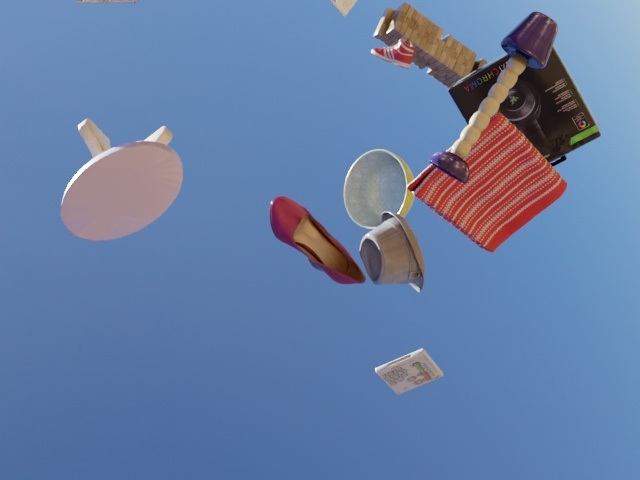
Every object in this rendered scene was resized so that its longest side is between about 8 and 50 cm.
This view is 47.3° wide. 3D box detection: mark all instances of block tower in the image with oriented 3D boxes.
[{"bbox_3d":[0.313,-0.512,1.985,0.336,0.097,0.090,29,-105,-18],"label":"block tower"}]

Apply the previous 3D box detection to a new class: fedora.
[{"bbox_3d":[0.192,0.049,2.082,0.275,0.124,0.243,94,151,-63],"label":"fedora"}]

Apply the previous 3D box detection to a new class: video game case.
[{"bbox_3d":[0.244,0.359,1.989,0.157,0.143,0.019,50,-161,-46],"label":"video game case"}]

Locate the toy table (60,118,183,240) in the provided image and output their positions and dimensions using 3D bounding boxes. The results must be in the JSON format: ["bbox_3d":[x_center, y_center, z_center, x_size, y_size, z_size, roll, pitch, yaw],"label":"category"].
[{"bbox_3d":[-0.412,-0.131,1.534,0.160,0.275,0.252,-107,-8,-56],"label":"toy table"}]

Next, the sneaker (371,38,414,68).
[{"bbox_3d":[0.181,-0.471,1.798,0.118,0.067,0.042,31,-156,31],"label":"sneaker"}]

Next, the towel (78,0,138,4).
[{"bbox_3d":[-0.495,-0.747,1.880,0.056,0.312,0.324,43,-156,7],"label":"towel"}]

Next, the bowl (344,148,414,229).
[{"bbox_3d":[0.242,-0.173,2.640,0.156,0.290,0.289,9,-119,-47],"label":"bowl"}]

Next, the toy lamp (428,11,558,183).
[{"bbox_3d":[0.270,-0.221,1.125,0.080,0.274,0.080,31,-174,-4],"label":"toy lamp"}]

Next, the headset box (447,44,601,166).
[{"bbox_3d":[0.475,-0.297,1.689,0.283,0.246,0.131,58,-154,-9],"label":"headset box"}]

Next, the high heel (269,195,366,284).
[{"bbox_3d":[0.000,0.000,2.086,0.127,0.181,0.377,-61,-38,-14],"label":"high heel"}]

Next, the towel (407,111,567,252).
[{"bbox_3d":[0.299,-0.091,1.271,0.275,0.199,0.031,31,-155,-43],"label":"towel"}]

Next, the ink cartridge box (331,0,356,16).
[{"bbox_3d":[0.031,-0.697,2.041,0.145,0.045,0.179,44,-141,-16],"label":"ink cartridge box"}]
